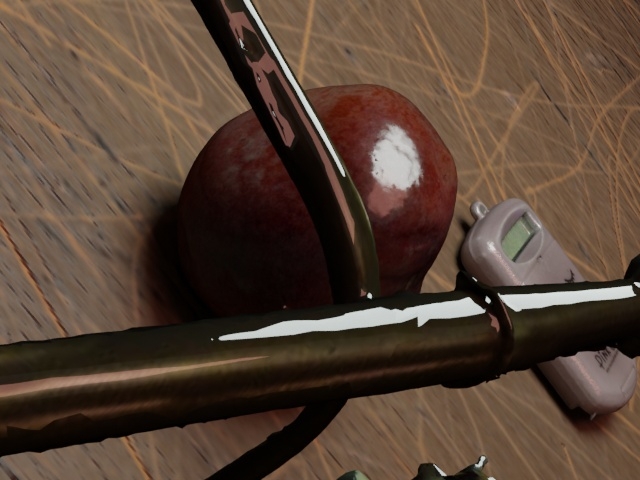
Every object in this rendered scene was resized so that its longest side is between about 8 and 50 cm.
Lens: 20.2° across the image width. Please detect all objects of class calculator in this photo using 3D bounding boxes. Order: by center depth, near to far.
[{"bbox_3d":[0.157,0.044,1.241,0.175,0.032,0.100,53,30,-5],"label":"calculator"}]

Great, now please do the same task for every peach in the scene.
[{"bbox_3d":[0.000,0.000,0.959,0.152,0.152,0.152,36,36,-31],"label":"peach"}]

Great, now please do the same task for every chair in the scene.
[{"bbox_3d":[-0.207,-0.011,0.462,0.410,0.365,0.361,-18,76,-55],"label":"chair"}]

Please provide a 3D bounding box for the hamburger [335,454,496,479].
[{"bbox_3d":[0.012,0.236,0.634,0.192,0.168,0.288,46,60,-28],"label":"hamburger"}]
